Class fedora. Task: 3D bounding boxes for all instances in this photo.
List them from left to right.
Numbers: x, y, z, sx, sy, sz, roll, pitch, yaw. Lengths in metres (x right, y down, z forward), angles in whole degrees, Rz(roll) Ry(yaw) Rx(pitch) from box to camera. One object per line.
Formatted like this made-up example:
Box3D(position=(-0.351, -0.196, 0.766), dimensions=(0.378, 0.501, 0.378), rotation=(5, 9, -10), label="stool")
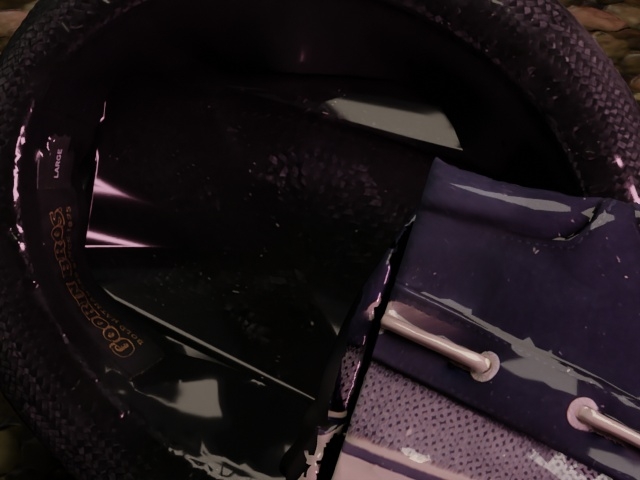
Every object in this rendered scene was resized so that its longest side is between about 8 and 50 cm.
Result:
Box3D(position=(0.000, 0.000, 0.883), dimensions=(0.334, 0.334, 0.152), rotation=(0, -2, 4), label="fedora")

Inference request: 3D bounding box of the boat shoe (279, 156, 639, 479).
Box3D(position=(0.163, 0.078, 0.722), dimensions=(0.340, 0.158, 0.127), rotation=(18, -1, 9), label="boat shoe")
